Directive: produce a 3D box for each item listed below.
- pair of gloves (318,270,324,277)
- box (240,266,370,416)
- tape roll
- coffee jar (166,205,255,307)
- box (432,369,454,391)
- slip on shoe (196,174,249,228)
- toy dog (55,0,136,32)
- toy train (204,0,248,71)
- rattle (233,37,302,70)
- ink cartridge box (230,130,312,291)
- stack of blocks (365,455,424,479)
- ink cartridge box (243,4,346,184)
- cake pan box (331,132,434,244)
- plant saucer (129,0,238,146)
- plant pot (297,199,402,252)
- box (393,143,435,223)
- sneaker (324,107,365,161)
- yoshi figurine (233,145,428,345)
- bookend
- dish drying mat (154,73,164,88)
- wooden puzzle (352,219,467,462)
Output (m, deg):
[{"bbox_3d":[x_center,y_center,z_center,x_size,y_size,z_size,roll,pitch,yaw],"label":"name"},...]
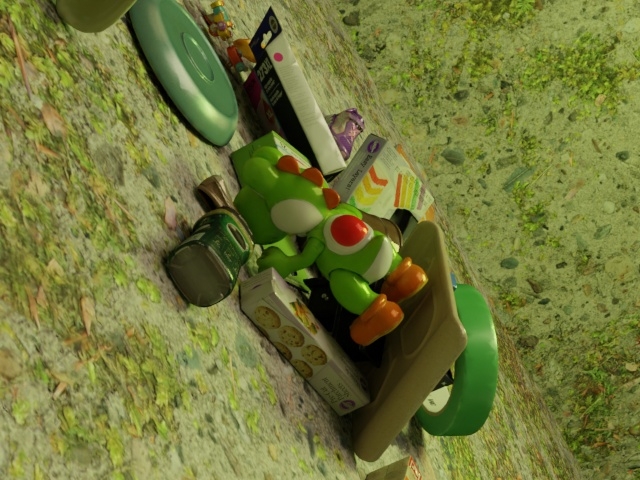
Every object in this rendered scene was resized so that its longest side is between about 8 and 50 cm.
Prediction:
[{"bbox_3d":[0.020,0.096,1.973,0.083,0.010,0.074,55,17,-31],"label":"pair of gloves"},{"bbox_3d":[-0.021,0.172,1.604,0.324,0.067,0.063,53,19,-37],"label":"box"},{"bbox_3d":[0.271,0.251,2.059,0.321,0.077,0.321,-178,-90,-73],"label":"tape roll"},{"bbox_3d":[-0.152,0.018,1.392,0.096,0.079,0.184,57,17,-12],"label":"coffee jar"},{"bbox_3d":[0.163,0.215,1.980,0.108,0.153,0.207,48,21,-45],"label":"box"},{"bbox_3d":[-0.154,-0.038,1.562,0.041,0.051,0.135,-34,110,-35],"label":"slip on shoe"},{"bbox_3d":[-0.257,-0.558,1.444,0.284,0.395,0.408,49,27,-17],"label":"toy dog"},{"bbox_3d":[-0.203,-0.427,2.045,0.125,0.046,0.166,61,10,-48],"label":"toy train"},{"bbox_3d":[-0.112,-0.338,2.152,0.143,0.130,0.200,7,84,-60],"label":"rattle"},{"bbox_3d":[-0.052,-0.048,1.807,0.189,0.097,0.255,32,34,-64],"label":"ink cartridge box"},{"bbox_3d":[0.130,0.485,1.542,0.171,0.087,0.297,62,15,-4],"label":"stack of blocks"},{"bbox_3d":[-0.072,-0.277,2.007,0.371,0.069,0.176,67,-24,8],"label":"ink cartridge box"},{"bbox_3d":[0.120,-0.064,2.157,0.070,0.246,0.267,28,-12,41],"label":"cake pan box"},{"bbox_3d":[-0.232,-0.317,1.740,0.317,0.043,0.317,57,14,-22],"label":"plant saucer"},{"bbox_3d":[0.050,0.001,1.955,0.165,0.167,0.167,29,35,-42],"label":"plant pot"},{"bbox_3d":[0.165,-0.088,2.462,0.215,0.168,0.345,61,15,-11],"label":"box"},{"bbox_3d":[0.069,-0.292,2.610,0.095,0.104,0.236,58,17,-25],"label":"sneaker"},{"bbox_3d":[-0.010,0.004,1.633,0.362,0.203,0.203,46,8,-9],"label":"yoshi figurine"},{"bbox_3d":[0.037,0.145,1.741,0.072,0.157,0.156,48,45,-45],"label":"bookend"},{"bbox_3d":[-0.255,-0.255,1.643,0.083,0.008,0.032,52,19,-34],"label":"dish drying mat"},{"bbox_3d":[0.157,0.177,1.729,0.080,0.322,0.348,23,28,-17],"label":"wooden puzzle"}]
